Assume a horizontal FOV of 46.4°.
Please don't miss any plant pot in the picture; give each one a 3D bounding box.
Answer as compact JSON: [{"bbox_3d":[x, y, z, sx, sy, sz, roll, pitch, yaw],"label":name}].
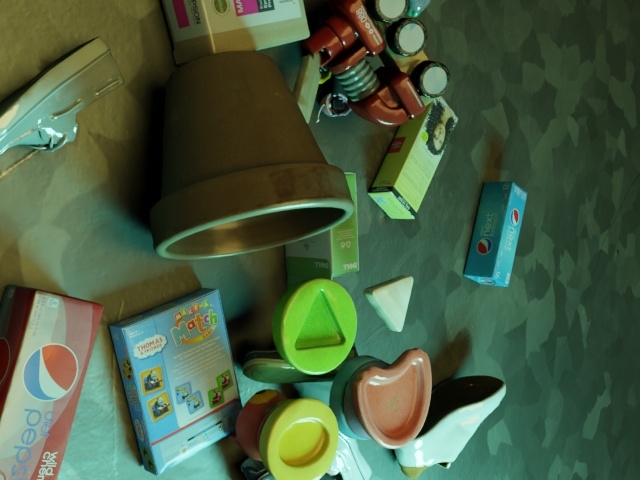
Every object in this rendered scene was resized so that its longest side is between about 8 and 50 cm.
[{"bbox_3d":[-0.107,-0.114,0.976,0.263,0.263,0.229,-5,79,-45],"label":"plant pot"}]

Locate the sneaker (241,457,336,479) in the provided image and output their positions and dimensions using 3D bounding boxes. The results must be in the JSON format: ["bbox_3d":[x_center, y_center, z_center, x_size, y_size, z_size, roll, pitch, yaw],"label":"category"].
[{"bbox_3d":[-0.083,0.422,1.130,0.163,0.086,0.226,47,69,-26],"label":"sneaker"}]

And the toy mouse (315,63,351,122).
[{"bbox_3d":[0.031,-0.256,1.233,0.143,0.031,0.160,23,77,-43],"label":"toy mouse"}]

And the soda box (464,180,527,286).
[{"bbox_3d":[0.365,-0.015,1.554,0.067,0.071,0.209,26,74,-44],"label":"soda box"}]

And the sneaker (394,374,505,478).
[{"bbox_3d":[0.250,0.360,1.452,0.290,0.106,0.123,-21,114,-32],"label":"sneaker"}]

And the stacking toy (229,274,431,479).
[{"bbox_3d":[0.011,0.187,1.103,0.309,0.130,0.279,-4,93,-38],"label":"stacking toy"}]

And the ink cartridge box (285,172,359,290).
[{"bbox_3d":[0.000,0.000,1.163,0.062,0.109,0.209,-9,99,-44],"label":"ink cartridge box"}]

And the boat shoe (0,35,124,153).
[{"bbox_3d":[-0.311,-0.148,0.864,0.227,0.079,0.081,-53,122,-33],"label":"boat shoe"}]

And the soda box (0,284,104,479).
[{"bbox_3d":[-0.338,0.188,0.855,0.092,0.084,0.263,21,77,-44],"label":"soda box"}]

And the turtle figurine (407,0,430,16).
[{"bbox_3d":[0.094,-0.455,1.234,0.234,0.118,0.175,1,92,-51],"label":"turtle figurine"}]

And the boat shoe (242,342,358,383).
[{"bbox_3d":[-0.029,0.182,1.176,0.224,0.080,0.073,10,60,-38],"label":"boat shoe"}]

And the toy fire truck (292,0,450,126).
[{"bbox_3d":[0.055,-0.251,1.153,0.246,0.158,0.217,-38,118,-5],"label":"toy fire truck"}]

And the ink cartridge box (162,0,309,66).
[{"bbox_3d":[-0.128,-0.376,1.028,0.193,0.088,0.234,-28,112,-42],"label":"ink cartridge box"}]

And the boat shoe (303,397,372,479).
[{"bbox_3d":[0.018,0.351,1.220,0.075,0.083,0.226,-54,127,-30],"label":"boat shoe"}]

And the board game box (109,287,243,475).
[{"bbox_3d":[-0.191,0.190,1.033,0.160,0.039,0.211,-21,108,-43],"label":"board game box"}]

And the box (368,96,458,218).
[{"bbox_3d":[0.172,-0.157,1.362,0.087,0.058,0.232,42,65,-38],"label":"box"}]
